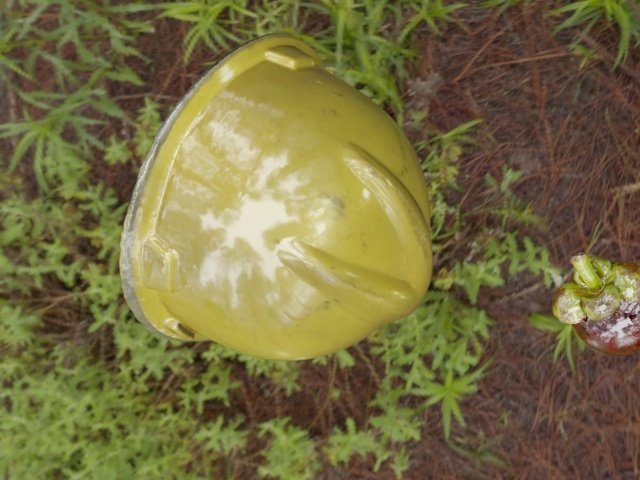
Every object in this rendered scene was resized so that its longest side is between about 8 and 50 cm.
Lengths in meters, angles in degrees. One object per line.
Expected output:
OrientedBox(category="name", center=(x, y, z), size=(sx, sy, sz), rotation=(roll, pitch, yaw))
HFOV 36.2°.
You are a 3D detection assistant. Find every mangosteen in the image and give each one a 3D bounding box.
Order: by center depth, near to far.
OrientedBox(category="mangosteen", center=(0.438, 0.094, 1.468), size=(0.156, 0.181, 0.146), rotation=(-41, 52, 6))

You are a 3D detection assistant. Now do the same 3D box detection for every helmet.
OrientedBox(category="helmet", center=(0.000, 0.000, 0.607), size=(0.140, 0.257, 0.205), rotation=(28, 79, 23))
